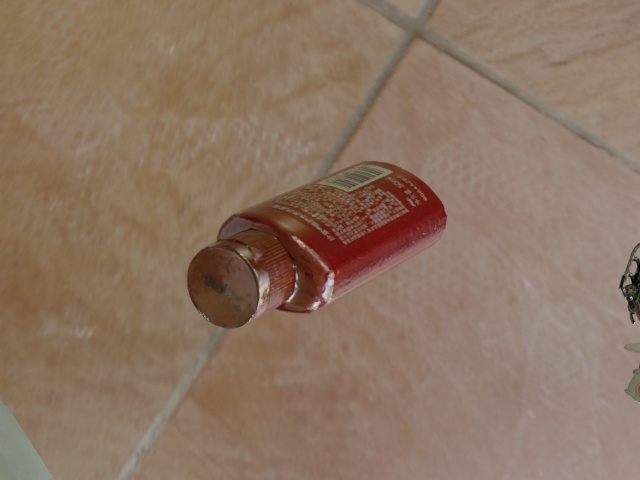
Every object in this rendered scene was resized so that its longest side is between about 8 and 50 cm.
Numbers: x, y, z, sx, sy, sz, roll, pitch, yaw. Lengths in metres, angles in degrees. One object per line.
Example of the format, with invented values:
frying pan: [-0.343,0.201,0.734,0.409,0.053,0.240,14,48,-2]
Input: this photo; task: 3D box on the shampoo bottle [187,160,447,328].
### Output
shampoo bottle: [0.000,0.000,1.160,0.118,0.314,0.076,34,118,17]

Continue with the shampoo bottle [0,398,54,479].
shampoo bottle: [-0.274,0.173,0.554,0.317,0.322,0.322,-34,105,13]

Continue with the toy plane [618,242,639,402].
toy plane: [0.322,0.067,1.246,0.078,0.197,0.053,7,147,29]
